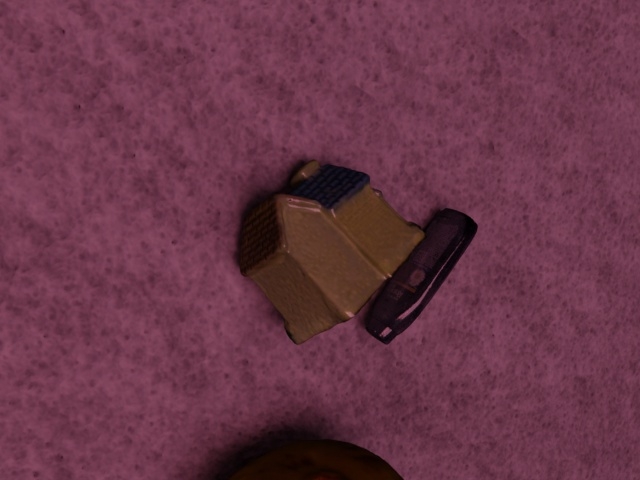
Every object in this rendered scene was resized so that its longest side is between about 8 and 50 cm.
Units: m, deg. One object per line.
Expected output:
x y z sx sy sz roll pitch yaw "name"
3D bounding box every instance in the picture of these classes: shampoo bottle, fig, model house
0.154 0.055 1.256 0.049 0.087 0.234 43 78 -32 "shampoo bottle"
-0.010 0.457 1.132 0.343 0.343 0.343 -9 107 -30 "fig"
0.000 0.000 1.119 0.189 0.195 0.214 49 58 -7 "model house"
